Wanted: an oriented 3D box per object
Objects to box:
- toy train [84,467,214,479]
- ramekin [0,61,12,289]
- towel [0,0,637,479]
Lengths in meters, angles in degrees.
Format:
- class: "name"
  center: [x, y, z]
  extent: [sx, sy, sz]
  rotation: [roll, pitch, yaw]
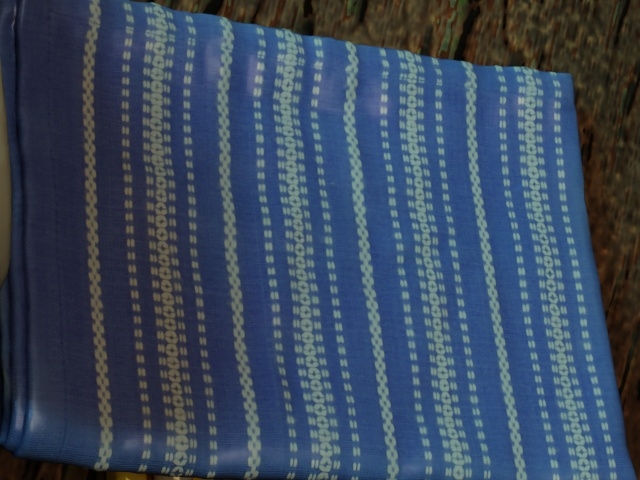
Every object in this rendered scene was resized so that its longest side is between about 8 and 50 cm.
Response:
- class: "toy train"
  center: [-0.074, 0.062, 0.900]
  extent: [0.166, 0.046, 0.125]
  rotation: [-29, 96, -28]
- class: "ramekin"
  center: [-0.211, -0.097, 0.740]
  extent: [0.127, 0.273, 0.273]
  rotation: [-12, 87, -17]
- class: "towel"
  center: [0.000, 0.000, 0.920]
  extent: [0.336, 0.040, 0.243]
  rotation: [7, 63, -27]
